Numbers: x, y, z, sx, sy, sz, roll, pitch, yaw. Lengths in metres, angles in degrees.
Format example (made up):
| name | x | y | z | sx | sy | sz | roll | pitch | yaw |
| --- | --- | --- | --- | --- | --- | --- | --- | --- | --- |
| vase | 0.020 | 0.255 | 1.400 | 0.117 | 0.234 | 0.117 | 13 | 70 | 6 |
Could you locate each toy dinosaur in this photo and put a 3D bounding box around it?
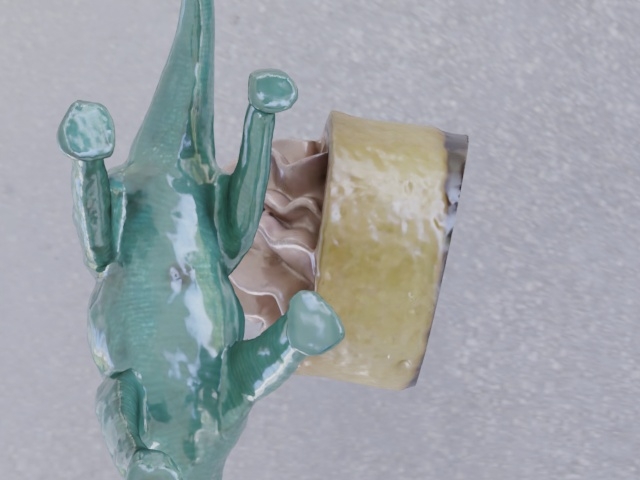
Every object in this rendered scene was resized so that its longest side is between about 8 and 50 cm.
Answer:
| name | x | y | z | sx | sy | sz | roll | pitch | yaw |
| --- | --- | --- | --- | --- | --- | --- | --- | --- | --- |
| toy dinosaur | -0.096 | 0.049 | 0.810 | 0.331 | 0.129 | 0.384 | 125 | 142 | -65 |

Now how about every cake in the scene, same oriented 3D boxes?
| name | x | y | z | sx | sy | sz | roll | pitch | yaw |
| --- | --- | --- | --- | --- | --- | --- | --- | --- | --- |
| cake | 0.000 | 0.000 | 0.991 | 0.178 | 0.208 | 0.185 | 12 | 108 | 6 |
